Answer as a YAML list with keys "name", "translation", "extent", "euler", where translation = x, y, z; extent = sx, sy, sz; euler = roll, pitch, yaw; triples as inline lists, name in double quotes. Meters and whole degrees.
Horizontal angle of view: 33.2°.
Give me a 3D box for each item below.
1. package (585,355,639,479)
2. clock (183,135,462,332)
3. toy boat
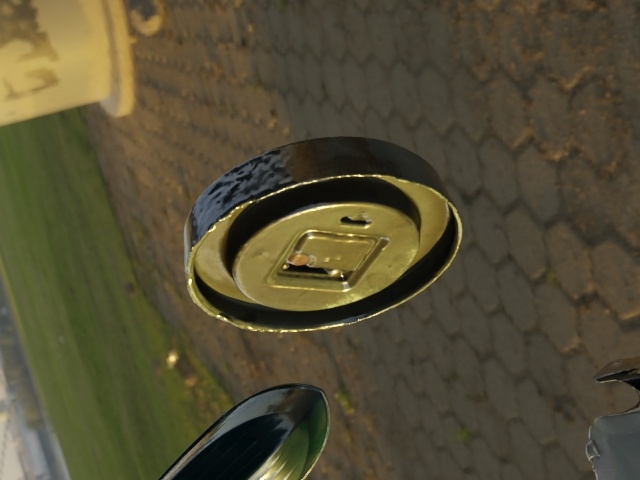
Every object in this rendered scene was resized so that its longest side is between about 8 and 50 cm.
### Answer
- name: "package"
  translation: [0.310, 0.118, 0.581]
  extent: [0.311, 0.221, 0.165]
  euler: [-22, 86, 52]
- name: "clock"
  translation: [0.000, 0.000, 1.073]
  extent: [0.281, 0.280, 0.055]
  euler: [98, 163, -55]
- name: "toy boat"
  translation: [-0.045, 0.122, 0.550]
  extent: [0.055, 0.141, 0.060]
  euler: [42, -159, -4]
